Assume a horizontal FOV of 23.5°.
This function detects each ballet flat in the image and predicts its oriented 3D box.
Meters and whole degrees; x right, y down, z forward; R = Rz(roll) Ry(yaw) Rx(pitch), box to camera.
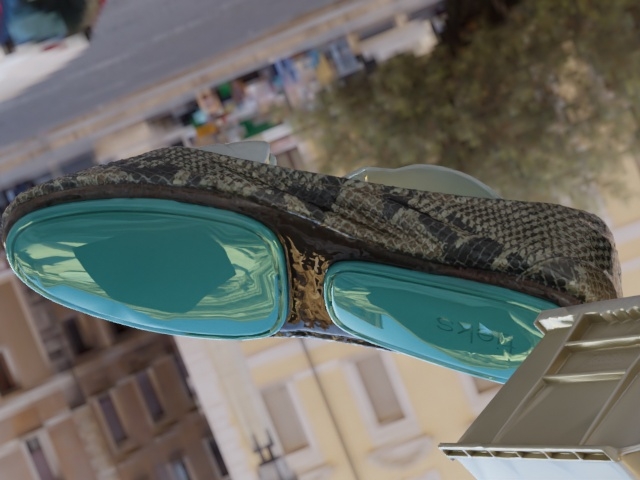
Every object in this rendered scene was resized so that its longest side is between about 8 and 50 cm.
[{"bbox_3d":[0.000,0.000,1.222,0.483,0.164,0.182,9,-138,10],"label":"ballet flat"}]

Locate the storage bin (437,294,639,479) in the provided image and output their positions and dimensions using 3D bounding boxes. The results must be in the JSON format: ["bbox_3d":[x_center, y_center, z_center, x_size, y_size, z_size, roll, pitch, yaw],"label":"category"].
[{"bbox_3d":[0.237,0.164,0.889,0.123,0.262,0.260,-46,-172,-18],"label":"storage bin"}]
